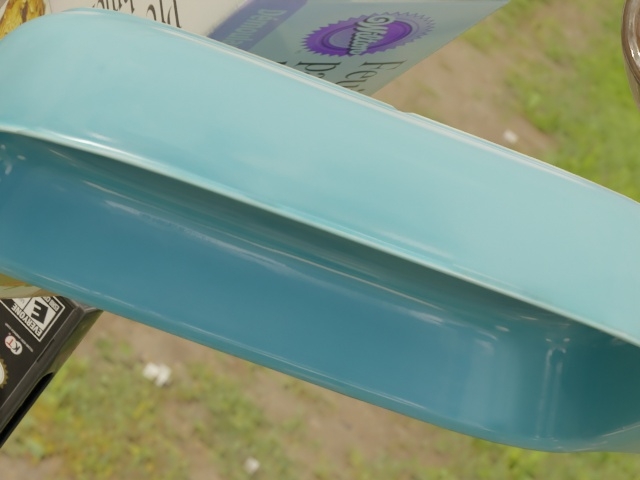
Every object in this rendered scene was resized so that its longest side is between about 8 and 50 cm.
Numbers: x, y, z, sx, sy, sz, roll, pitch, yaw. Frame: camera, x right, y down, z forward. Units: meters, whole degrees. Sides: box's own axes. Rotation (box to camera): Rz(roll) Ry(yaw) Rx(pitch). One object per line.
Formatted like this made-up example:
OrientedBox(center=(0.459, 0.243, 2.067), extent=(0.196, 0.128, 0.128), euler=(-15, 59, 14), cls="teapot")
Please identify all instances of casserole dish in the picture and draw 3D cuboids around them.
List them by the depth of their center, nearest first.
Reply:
OrientedBox(center=(0.000, 0.000, 0.395), extent=(0.188, 0.037, 0.114), euler=(20, -18, -11), cls="casserole dish")

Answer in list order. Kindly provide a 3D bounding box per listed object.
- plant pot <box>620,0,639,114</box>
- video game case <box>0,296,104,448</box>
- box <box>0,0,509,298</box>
OrientedBox(center=(0.273, -0.112, 1.136), extent=(0.215, 0.215, 0.230), euler=(45, 17, 25), cls="plant pot")
OrientedBox(center=(-0.316, 0.044, 1.343), extent=(0.275, 0.248, 0.035), euler=(44, 22, 14), cls="video game case")
OrientedBox(center=(-0.054, -0.044, 0.530), extent=(0.063, 0.324, 0.067), euler=(-3, 79, -25), cls="box")
